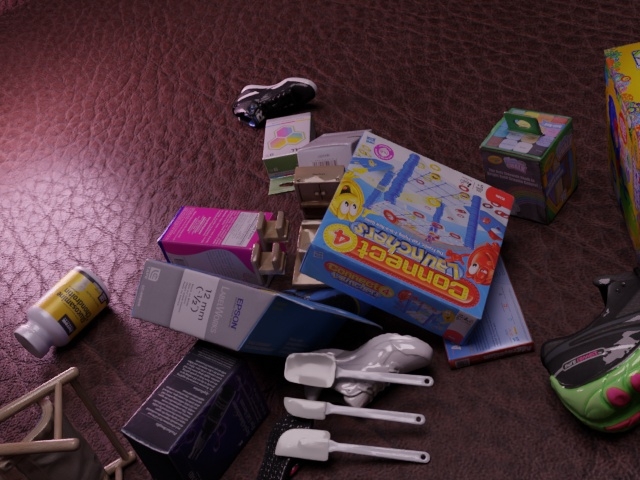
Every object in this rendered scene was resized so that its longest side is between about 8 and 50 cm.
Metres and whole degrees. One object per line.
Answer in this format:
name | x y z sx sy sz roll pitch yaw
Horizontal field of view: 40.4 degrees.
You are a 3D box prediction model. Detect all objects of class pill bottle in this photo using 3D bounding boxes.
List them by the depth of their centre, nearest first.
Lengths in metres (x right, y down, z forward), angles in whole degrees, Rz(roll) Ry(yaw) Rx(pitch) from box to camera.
pill bottle | -0.516 0.145 1.734 0.103 0.103 0.184 18 53 35

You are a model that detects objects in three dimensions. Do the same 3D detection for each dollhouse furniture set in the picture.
dollhouse furniture set | 0.000 0.000 1.667 0.212 0.161 0.242 -1 52 10

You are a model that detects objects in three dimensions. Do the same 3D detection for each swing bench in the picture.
swing bench | -0.445 0.368 1.349 0.254 0.253 0.165 -19 40 -1

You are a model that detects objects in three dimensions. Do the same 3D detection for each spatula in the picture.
spatula | 0.056 0.267 1.375 0.241 0.019 0.168 4 67 8

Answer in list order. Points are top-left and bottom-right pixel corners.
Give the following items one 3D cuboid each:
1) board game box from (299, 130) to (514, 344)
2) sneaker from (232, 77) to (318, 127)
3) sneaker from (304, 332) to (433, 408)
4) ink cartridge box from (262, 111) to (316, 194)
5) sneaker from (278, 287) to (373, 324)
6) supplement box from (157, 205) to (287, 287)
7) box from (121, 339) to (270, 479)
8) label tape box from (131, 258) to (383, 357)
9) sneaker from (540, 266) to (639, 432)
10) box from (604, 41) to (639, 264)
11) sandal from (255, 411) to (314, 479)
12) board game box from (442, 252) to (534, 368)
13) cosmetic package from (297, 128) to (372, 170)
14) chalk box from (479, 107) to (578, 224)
board game box | 0.159 -0.013 1.521 0.308 0.086 0.302 24 50 1
sneaker | -0.116 -0.327 2.133 0.216 0.079 0.121 -3 46 30
sneaker | 0.079 0.231 1.443 0.232 0.090 0.115 -17 48 15
ink cartridge box | -0.070 -0.201 1.979 0.108 0.062 0.209 -9 42 10
sneaker | 0.002 0.121 1.610 0.209 0.069 0.082 -2 7 32
supplement box | -0.196 0.012 1.755 0.219 0.111 0.114 6 46 25
box | -0.198 0.293 1.416 0.108 0.153 0.207 16 53 33
label tape box | -0.106 0.134 1.474 0.347 0.249 0.115 15 87 32
sneaker | 0.540 0.087 1.343 0.482 0.185 0.202 -32 46 -16
box | 0.610 -0.155 1.499 0.176 0.290 0.279 -10 41 10
sandal | -0.060 0.353 1.392 0.067 0.040 0.179 8 61 35
board game box | 0.271 0.100 1.547 0.145 0.027 0.281 -13 41 5
cosmetic package | 0.038 -0.175 1.819 0.117 0.086 0.231 -5 15 14
chalk box | 0.394 -0.161 1.645 0.132 0.213 0.132 19 53 35
